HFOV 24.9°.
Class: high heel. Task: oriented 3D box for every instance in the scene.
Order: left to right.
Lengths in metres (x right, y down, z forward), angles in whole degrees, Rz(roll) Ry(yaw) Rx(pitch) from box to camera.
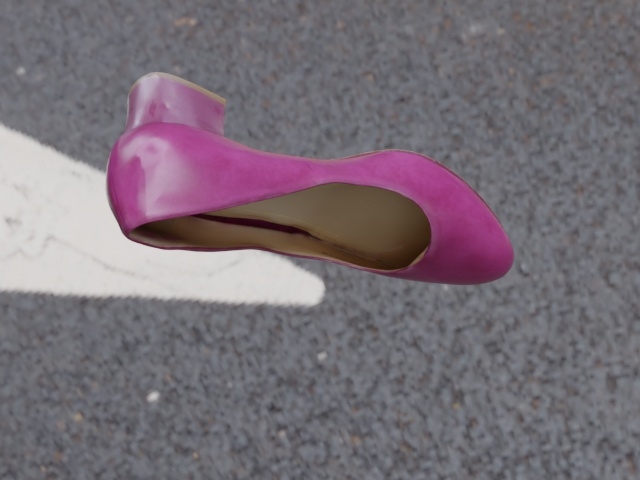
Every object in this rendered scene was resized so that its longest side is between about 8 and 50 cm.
[{"bbox_3d":[0.000,0.000,1.185,0.377,0.127,0.181,19,39,-17],"label":"high heel"}]
